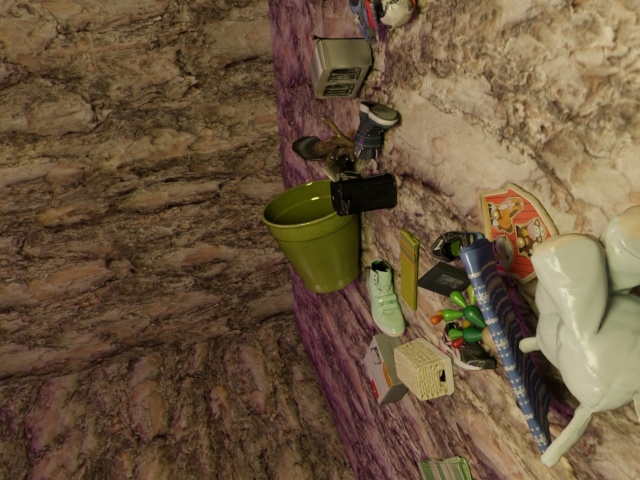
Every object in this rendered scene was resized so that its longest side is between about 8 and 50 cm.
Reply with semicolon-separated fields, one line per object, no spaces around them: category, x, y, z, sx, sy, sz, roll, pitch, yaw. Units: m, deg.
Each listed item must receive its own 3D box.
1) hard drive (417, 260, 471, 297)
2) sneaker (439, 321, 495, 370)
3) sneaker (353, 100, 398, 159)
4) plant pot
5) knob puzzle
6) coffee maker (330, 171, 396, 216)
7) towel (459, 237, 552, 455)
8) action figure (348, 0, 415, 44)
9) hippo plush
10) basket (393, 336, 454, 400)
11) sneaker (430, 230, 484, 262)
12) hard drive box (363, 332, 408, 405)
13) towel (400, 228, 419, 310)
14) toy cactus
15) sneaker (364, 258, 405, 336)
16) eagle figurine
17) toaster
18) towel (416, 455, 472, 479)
hard drive;0.297;0.096;1.059;0.135;0.094;0.022;111;178;-65
sneaker;0.340;0.246;1.058;0.178;0.072;0.077;-155;65;-66
sneaker;0.156;-0.302;1.282;0.226;0.086;0.163;-108;23;-64
plant pot;0.000;0.000;1.721;0.366;0.367;0.352;-127;18;-60
knob puzzle;0.363;-0.011;0.837;0.213;0.030;0.213;169;90;-76
coffee maker;0.135;-0.130;1.340;0.171;0.178;0.120;-112;15;-47
towel;0.326;0.156;0.763;0.243;0.040;0.335;-5;-106;-65
action figure;0.126;-0.636;1.008;0.341;0.179;0.330;28;-138;-76
hippo plush;0.392;0.117;0.579;0.236;0.235;0.294;27;-117;-69
basket;0.289;0.364;1.270;0.167;0.103;0.113;-153;53;-72
sneaker;0.297;0.014;1.016;0.188;0.078;0.067;165;94;-77
hard drive box;0.239;0.454;1.576;0.232;0.089;0.181;97;158;-53
towel;0.265;0.088;1.333;0.102;0.021;0.237;-115;18;-61
toy cactus;0.338;0.174;0.951;0.180;0.112;0.218;51;135;34
sneaker;0.207;0.180;1.456;0.151;0.094;0.255;86;168;-49
eagle figurine;0.047;-0.303;1.565;0.298;0.225;0.226;-10;101;66
toaster;0.053;-0.524;1.351;0.168;0.186;0.110;125;137;-70
towel;0.395;0.770;1.317;0.324;0.038;0.247;111;144;-62
